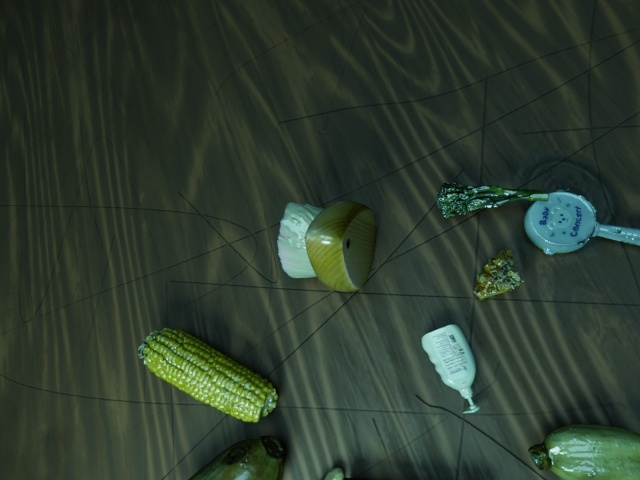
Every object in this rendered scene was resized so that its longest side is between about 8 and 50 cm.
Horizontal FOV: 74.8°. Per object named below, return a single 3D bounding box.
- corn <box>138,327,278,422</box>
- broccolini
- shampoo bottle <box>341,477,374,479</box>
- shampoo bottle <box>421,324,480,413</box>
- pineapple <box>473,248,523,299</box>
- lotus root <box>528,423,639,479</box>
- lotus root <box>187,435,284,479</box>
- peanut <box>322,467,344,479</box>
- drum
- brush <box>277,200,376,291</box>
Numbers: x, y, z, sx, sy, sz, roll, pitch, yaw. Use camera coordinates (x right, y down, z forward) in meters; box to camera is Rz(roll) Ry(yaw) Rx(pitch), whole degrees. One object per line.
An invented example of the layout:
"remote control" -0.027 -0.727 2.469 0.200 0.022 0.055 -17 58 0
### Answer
"corn" -0.233 0.270 0.853 0.318 0.115 0.115 22 80 19
"broccolini" 0.325 -0.093 0.811 0.203 0.091 0.068 -10 112 27
"shampoo bottle" 0.186 0.458 0.684 0.310 0.071 0.098 -3 71 15
"shampoo bottle" 0.247 0.232 0.755 0.077 0.045 0.151 -25 65 5
"pineapple" 0.339 0.070 0.760 0.077 0.114 0.114 39 90 5
"lotus root" 0.421 0.335 0.652 0.183 0.077 0.090 -4 64 12
"lotus root" -0.168 0.458 0.758 0.241 0.124 0.123 -40 51 3
"peanut" 0.011 0.449 0.760 0.037 0.037 0.083 42 94 24
"drum" 0.500 -0.003 0.757 0.253 0.049 0.130 29 82 23
"brush" 0.000 0.000 0.788 0.166 0.267 0.174 10 85 17
